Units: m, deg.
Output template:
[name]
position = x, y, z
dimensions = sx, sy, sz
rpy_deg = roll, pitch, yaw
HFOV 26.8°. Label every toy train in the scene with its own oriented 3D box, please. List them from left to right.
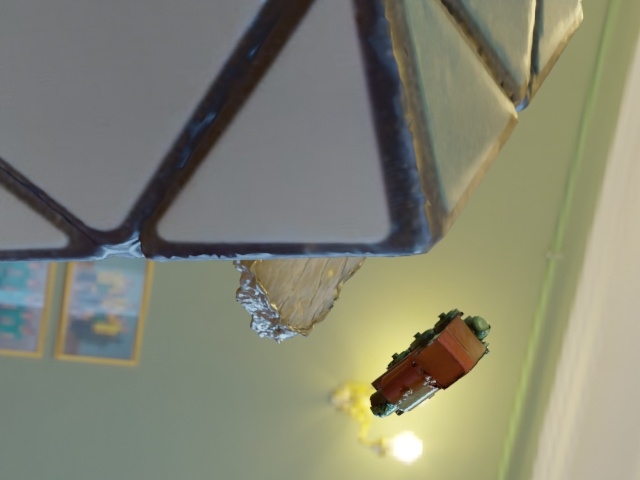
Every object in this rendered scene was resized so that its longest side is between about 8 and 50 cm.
[toy train]
position = 0.121, 0.149, 1.561
dimensions = 0.176, 0.074, 0.118
rpy_deg = -41, 177, 36

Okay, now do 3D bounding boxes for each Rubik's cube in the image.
[Rubik's cube]
position = -0.043, -0.125, 0.440
dimensions = 0.205, 0.207, 0.205
rpy_deg = -49, 131, -53

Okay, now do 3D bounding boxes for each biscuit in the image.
[biscuit]
position = 0.000, 0.000, 1.013
dimensions = 0.265, 0.040, 0.188
rpy_deg = -30, 144, -62
